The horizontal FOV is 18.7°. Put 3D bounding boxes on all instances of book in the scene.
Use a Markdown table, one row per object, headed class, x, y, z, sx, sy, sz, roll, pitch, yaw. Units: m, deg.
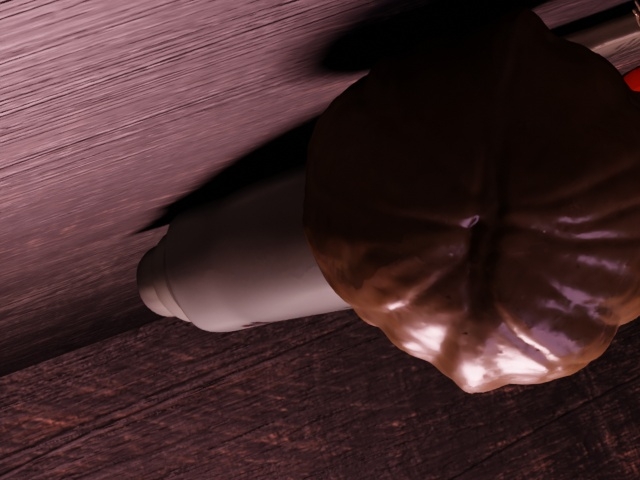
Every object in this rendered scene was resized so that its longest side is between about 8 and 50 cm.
| class | x | y | z | sx | sy | sz | roll | pitch | yaw |
| --- | --- | --- | --- | --- | --- | --- | --- | --- | --- |
| book | 0.183 | -0.136 | 1.416 | 0.232 | 0.022 | 0.162 | -20 | 180 | -6 |

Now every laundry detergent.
| class | x | y | z | sx | sy | sz | roll | pitch | yaw |
| --- | --- | --- | --- | --- | --- | --- | --- | --- | --- |
| laundry detergent | 0.000 | 0.000 | 1.545 | 0.264 | 0.125 | 0.398 | -15 | 180 | -39 |

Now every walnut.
| class | x | y | z | sx | sy | sz | roll | pitch | yaw |
| --- | --- | --- | --- | --- | --- | --- | --- | --- | --- |
| walnut | 0.100 | -0.024 | 1.134 | 0.225 | 0.225 | 0.261 | -21 | -178 | 11 |

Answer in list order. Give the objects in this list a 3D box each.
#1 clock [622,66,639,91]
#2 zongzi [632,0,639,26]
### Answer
| class | x | y | z | sx | sy | sz | roll | pitch | yaw |
| --- | --- | --- | --- | --- | --- | --- | --- | --- | --- |
| clock | 0.373 | -0.160 | 1.904 | 0.155 | 0.061 | 0.113 | -17 | 176 | -24 |
| zongzi | 0.375 | -0.175 | 1.322 | 0.247 | 0.111 | 0.241 | -16 | -174 | 39 |
